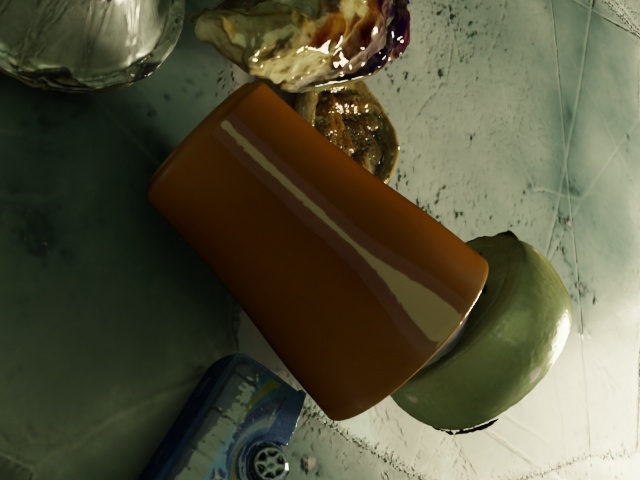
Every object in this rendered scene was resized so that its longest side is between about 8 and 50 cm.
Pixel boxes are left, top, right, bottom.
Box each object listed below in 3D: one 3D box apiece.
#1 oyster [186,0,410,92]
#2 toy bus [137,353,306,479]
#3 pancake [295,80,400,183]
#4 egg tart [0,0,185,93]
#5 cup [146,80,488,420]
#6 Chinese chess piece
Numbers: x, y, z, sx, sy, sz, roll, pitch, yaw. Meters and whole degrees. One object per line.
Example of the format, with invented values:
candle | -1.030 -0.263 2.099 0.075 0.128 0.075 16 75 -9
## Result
oyster | 0.007 -0.243 0.811 0.275 0.100 0.271 13 55 -30
toy bus | -0.099 0.198 0.623 0.094 0.079 0.236 36 56 -6
pancake | 0.027 -0.106 0.834 0.140 0.022 0.139 12 71 -36
egg tart | -0.200 -0.227 0.647 0.234 0.094 0.234 13 67 -34
cup | 0.000 0.000 0.701 0.264 0.182 0.226 45 18 -6
Chinese chess piece | 0.134 0.080 0.758 0.083 0.188 0.188 45 55 -17
